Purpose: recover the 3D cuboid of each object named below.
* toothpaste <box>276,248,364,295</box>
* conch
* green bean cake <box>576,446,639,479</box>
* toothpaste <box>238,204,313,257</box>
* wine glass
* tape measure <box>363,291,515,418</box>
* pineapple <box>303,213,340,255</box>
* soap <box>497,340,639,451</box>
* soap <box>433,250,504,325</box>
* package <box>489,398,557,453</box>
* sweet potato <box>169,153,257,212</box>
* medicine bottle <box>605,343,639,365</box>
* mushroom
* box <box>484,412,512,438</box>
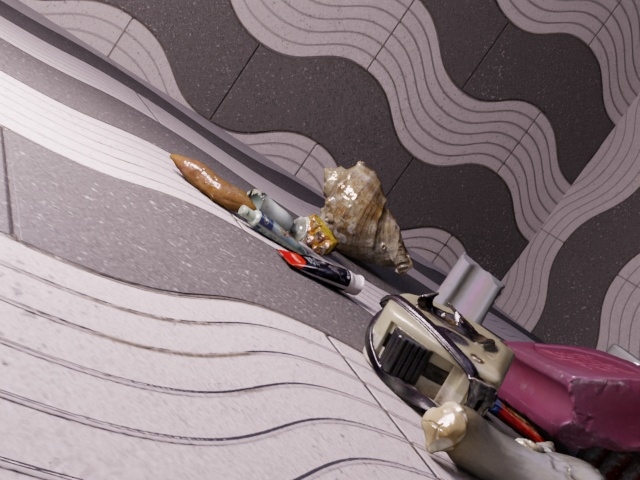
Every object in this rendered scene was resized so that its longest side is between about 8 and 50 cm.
[{"bbox_3d":[0.002,0.061,1.468,0.193,0.045,0.071,24,11,-30],"label":"toothpaste"},{"bbox_3d":[0.103,-0.043,2.050,0.297,0.209,0.353,-1,70,-82],"label":"conch"},{"bbox_3d":[0.594,0.451,1.379,0.232,0.097,0.198,28,8,-45],"label":"green bean cake"},{"bbox_3d":[-0.090,-0.014,1.556,0.216,0.037,0.062,36,4,-37],"label":"toothpaste"},{"bbox_3d":[-0.098,-0.052,1.633,0.155,0.072,0.072,30,9,-41],"label":"wine glass"},{"bbox_3d":[0.171,0.165,1.127,0.231,0.133,0.271,30,15,14],"label":"tape measure"},{"bbox_3d":[0.000,0.000,1.811,0.116,0.069,0.137,37,14,-35],"label":"pineapple"},{"bbox_3d":[0.489,0.285,1.397,0.232,0.128,0.359,5,2,-7],"label":"soap"},{"bbox_3d":[0.350,0.220,2.027,0.159,0.258,0.302,37,51,10],"label":"soap"},{"bbox_3d":[0.350,0.326,1.380,0.200,0.022,0.083,35,6,11],"label":"package"},{"bbox_3d":[-0.225,-0.116,1.535,0.218,0.051,0.065,34,11,2],"label":"sweet potato"},{"bbox_3d":[0.782,0.421,1.905,0.237,0.232,0.238,35,6,-4],"label":"medicine bottle"},{"bbox_3d":[0.245,0.283,0.928,0.278,0.099,0.096,29,-6,-9],"label":"mushroom"},{"bbox_3d":[0.255,0.290,1.164,0.090,0.024,0.167,29,9,-37],"label":"box"}]
